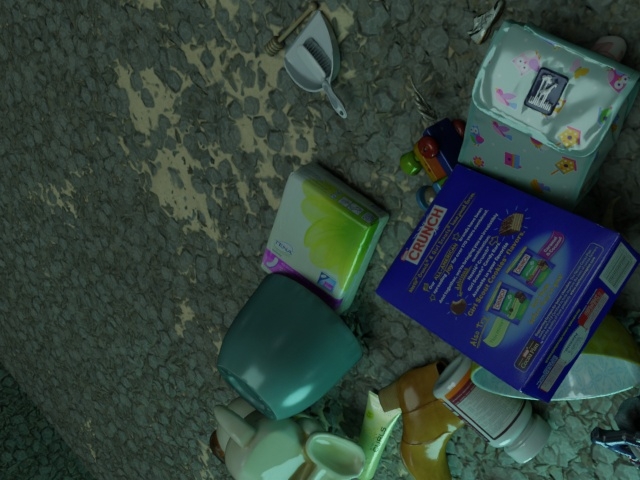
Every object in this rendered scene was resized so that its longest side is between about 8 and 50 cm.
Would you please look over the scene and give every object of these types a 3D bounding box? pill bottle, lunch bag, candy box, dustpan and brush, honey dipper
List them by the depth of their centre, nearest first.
[{"bbox_3d":[0.352,-0.197,1.098,0.223,0.160,0.262,33,150,22],"label":"lunch bag"},{"bbox_3d":[0.285,0.056,1.121,0.317,0.122,0.268,34,92,43],"label":"candy box"},{"bbox_3d":[0.344,0.335,1.414,0.221,0.121,0.121,41,132,3],"label":"pill bottle"},{"bbox_3d":[0.004,-0.337,1.423,0.211,0.060,0.147,54,133,6],"label":"dustpan and brush"},{"bbox_3d":[-0.059,-0.436,1.453,0.160,0.030,0.031,-32,89,41],"label":"honey dipper"}]

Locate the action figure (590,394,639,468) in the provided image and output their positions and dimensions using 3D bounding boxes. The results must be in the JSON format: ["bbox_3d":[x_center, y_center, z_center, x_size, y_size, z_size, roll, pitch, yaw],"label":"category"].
[{"bbox_3d":[0.636,0.287,1.145,0.341,0.179,0.330,22,136,-6],"label":"action figure"}]

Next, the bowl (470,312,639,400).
[{"bbox_3d":[0.411,0.171,1.245,0.289,0.289,0.156,-25,51,44],"label":"bowl"}]

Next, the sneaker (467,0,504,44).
[{"bbox_3d":[0.279,-0.376,1.197,0.037,0.032,0.083,44,131,15],"label":"sneaker"}]

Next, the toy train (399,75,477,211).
[{"bbox_3d":[0.198,-0.173,1.325,0.248,0.105,0.143,59,147,1],"label":"toy train"}]

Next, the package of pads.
[{"bbox_3d":[0.000,0.000,1.564,0.229,0.101,0.297,36,129,19],"label":"package of pads"}]

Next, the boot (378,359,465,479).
[{"bbox_3d":[0.263,0.419,1.545,0.211,0.104,0.295,-33,84,44],"label":"boot"}]

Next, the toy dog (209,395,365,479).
[{"bbox_3d":[-0.147,0.531,1.781,0.395,0.285,0.408,31,172,-18],"label":"toy dog"}]

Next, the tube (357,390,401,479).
[{"bbox_3d":[0.128,0.480,1.721,0.070,0.062,0.240,7,118,-13],"label":"tube"}]

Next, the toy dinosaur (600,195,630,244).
[{"bbox_3d":[0.482,0.000,1.210,0.092,0.053,0.183,-4,116,24],"label":"toy dinosaur"}]

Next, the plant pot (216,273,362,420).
[{"bbox_3d":[-0.091,0.261,1.597,0.293,0.235,0.293,34,156,18],"label":"plant pot"}]

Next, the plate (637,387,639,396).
[{"bbox_3d":[0.651,0.293,1.218,0.188,0.024,0.188,18,120,33],"label":"plate"}]

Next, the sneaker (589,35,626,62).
[{"bbox_3d":[0.434,-0.274,1.113,0.051,0.070,0.134,37,162,0],"label":"sneaker"}]
